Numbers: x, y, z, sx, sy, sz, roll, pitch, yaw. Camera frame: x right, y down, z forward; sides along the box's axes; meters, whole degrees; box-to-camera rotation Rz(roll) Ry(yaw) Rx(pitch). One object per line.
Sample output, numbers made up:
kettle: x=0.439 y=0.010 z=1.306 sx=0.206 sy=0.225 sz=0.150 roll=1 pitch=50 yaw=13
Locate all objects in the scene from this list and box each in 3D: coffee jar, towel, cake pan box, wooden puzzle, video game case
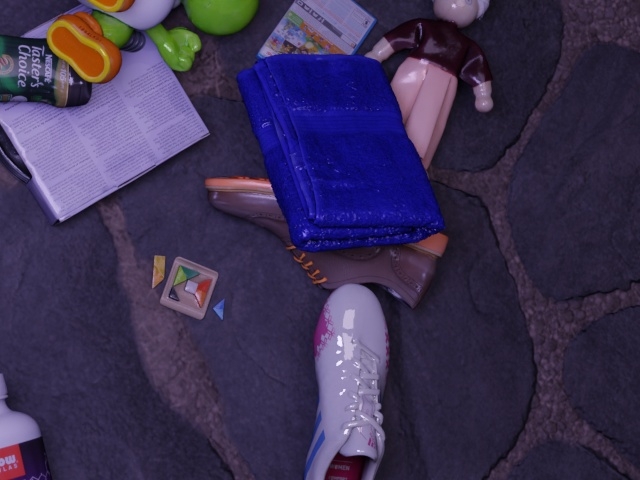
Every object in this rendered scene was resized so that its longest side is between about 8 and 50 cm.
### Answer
coffee jar: x=-0.390 y=-0.223 z=1.787 sx=0.184 sy=0.079 sz=0.096 roll=0 pitch=83 yaw=-18
towel: x=0.029 y=-0.131 z=1.882 sx=0.228 sy=0.076 sz=0.308 roll=-6 pitch=57 yaw=-21
cake pan box: x=-0.324 y=-0.183 z=1.882 sx=0.267 sy=0.070 sz=0.245 roll=-34 pitch=92 yaw=-21
wooden puzzle: x=-0.185 y=0.067 z=1.925 sx=0.116 sy=0.014 sz=0.078 roll=16 pitch=77 yaw=-18
video game case: x=-0.005 y=-0.302 z=2.042 sx=0.119 sy=0.015 sz=0.166 roll=37 pitch=72 yaw=-12

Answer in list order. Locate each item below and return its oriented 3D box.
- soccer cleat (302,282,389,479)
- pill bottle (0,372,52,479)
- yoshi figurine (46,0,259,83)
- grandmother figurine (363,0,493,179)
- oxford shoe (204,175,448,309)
soccer cleat: x=0.051 y=0.228 z=1.893 sx=0.116 sy=0.143 sz=0.331 roll=5 pitch=92 yaw=-20
pill bottle: x=-0.421 y=0.337 z=1.711 sx=0.182 sy=0.181 sz=0.322 roll=-13 pitch=87 yaw=-21
yoshi figurine: x=-0.194 y=-0.325 z=1.826 sx=0.362 sy=0.204 sz=0.203 roll=-45 pitch=117 yaw=-57
grandmother figurine: x=0.171 y=-0.254 z=2.055 sx=0.208 sy=0.104 sz=0.342 roll=24 pitch=77 yaw=-19
oxford shoe: x=0.000 y=0.000 z=1.946 sx=0.364 sy=0.130 sz=0.132 roll=18 pitch=90 yaw=-11
